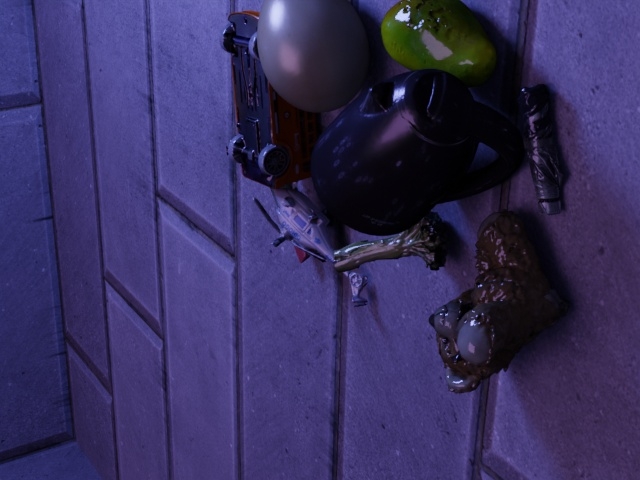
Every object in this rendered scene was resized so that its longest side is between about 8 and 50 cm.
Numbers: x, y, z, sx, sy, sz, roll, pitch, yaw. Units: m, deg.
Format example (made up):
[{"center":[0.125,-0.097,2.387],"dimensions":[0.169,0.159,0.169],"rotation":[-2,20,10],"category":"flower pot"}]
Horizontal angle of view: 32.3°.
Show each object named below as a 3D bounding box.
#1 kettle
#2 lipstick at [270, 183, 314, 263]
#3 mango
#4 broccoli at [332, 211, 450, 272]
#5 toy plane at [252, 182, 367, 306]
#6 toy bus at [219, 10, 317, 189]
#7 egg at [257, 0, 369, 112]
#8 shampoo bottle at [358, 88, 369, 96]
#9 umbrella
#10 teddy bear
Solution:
[{"center":[0.158,-0.142,1.656],"dimensions":[0.290,0.268,0.207],"rotation":[135,150,-59],"category":"kettle"},{"center":[-0.075,-0.106,2.262],"dimensions":[0.051,0.051,0.312],"rotation":[-36,73,58],"category":"lipstick"},{"center":[0.184,-0.303,1.659],"dimensions":[0.233,0.111,0.125],"rotation":[33,133,47],"category":"mango"},{"center":[0.116,0.008,1.845],"dimensions":[0.204,0.122,0.118],"rotation":[-15,95,16],"category":"broccoli"},{"center":[-0.004,0.001,2.108],"dimensions":[0.107,0.182,0.273],"rotation":[-51,53,17],"category":"toy plane"},{"center":[-0.090,-0.275,2.105],"dimensions":[0.143,0.153,0.329],"rotation":[24,124,53],"category":"toy bus"},{"center":[-0.016,-0.343,1.905],"dimensions":[0.188,0.189,0.253],"rotation":[-35,70,59],"category":"egg"},{"center":[0.122,-0.183,1.887],"dimensions":[0.190,0.041,0.069],"rotation":[58,145,29],"category":"shampoo bottle"},{"center":[0.315,-0.128,1.569],"dimensions":[0.050,0.046,0.188],"rotation":[-150,50,-73],"category":"umbrella"},{"center":[0.254,0.115,1.678],"dimensions":[0.256,0.156,0.267],"rotation":[-45,24,56],"category":"teddy bear"}]
